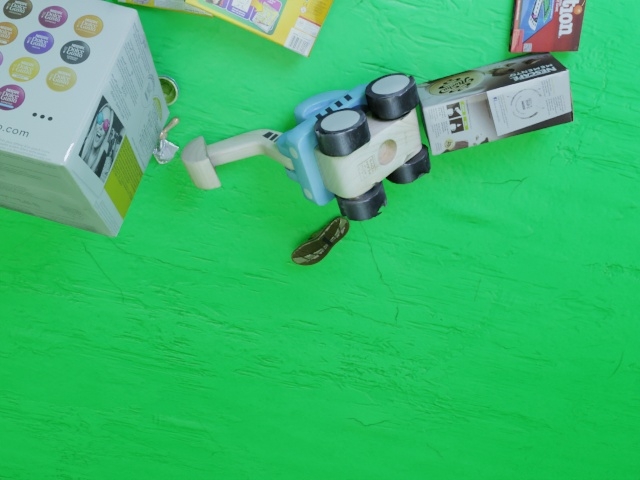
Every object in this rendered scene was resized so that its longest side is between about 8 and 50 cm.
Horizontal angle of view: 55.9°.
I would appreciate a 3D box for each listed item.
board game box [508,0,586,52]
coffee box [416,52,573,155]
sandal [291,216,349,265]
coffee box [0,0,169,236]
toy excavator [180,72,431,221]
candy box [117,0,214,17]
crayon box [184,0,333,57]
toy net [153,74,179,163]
[{"bbox_3d":[0.473,-0.530,1.229,0.145,0.027,0.281,-1,116,1],"label":"board game box"},{"bbox_3d":[0.369,-0.300,1.308,0.297,0.168,0.119,-13,120,10],"label":"coffee box"},{"bbox_3d":[0.000,0.000,1.579,0.180,0.049,0.072,-42,118,8],"label":"sandal"},{"bbox_3d":[-0.532,-0.251,1.172,0.337,0.334,0.338,15,160,3],"label":"coffee box"},{"bbox_3d":[-0.042,-0.210,1.359,0.433,0.445,0.222,-37,130,-21],"label":"toy excavator"},{"bbox_3d":[-0.320,-0.539,1.263,0.206,0.027,0.105,9,123,-4],"label":"candy box"},{"bbox_3d":[-0.117,-0.511,1.226,0.278,0.081,0.165,20,118,-16],"label":"crayon box"},{"bbox_3d":[-0.392,-0.280,1.415,0.122,0.045,0.232,7,122,-3],"label":"toy net"}]
